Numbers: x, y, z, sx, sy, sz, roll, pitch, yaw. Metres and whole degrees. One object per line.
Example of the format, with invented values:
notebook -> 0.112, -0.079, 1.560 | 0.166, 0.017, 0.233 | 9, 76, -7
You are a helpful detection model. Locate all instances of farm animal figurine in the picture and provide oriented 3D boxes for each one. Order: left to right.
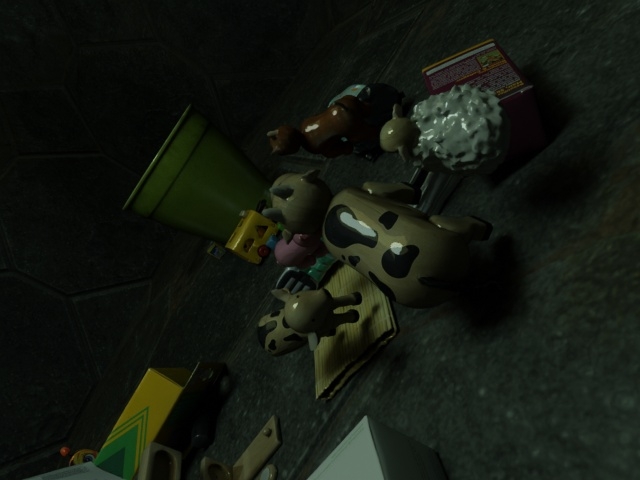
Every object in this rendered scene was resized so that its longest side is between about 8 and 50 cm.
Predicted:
farm animal figurine -> 0.025, 0.001, 0.565 | 0.327, 0.172, 0.329 | 13, 103, 42

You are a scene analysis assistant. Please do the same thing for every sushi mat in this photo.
sushi mat -> 0.038, 0.082, 0.784 | 0.151, 0.019, 0.316 | -48, 21, 22

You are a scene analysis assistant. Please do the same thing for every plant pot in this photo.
plant pot -> -0.333, -0.155, 1.534 | 0.366, 0.353, 0.366 | -48, 21, 25

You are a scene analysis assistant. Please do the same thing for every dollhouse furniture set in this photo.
dollhouse furniture set -> -0.146, 0.301, 0.691 | 0.123, 0.151, 0.144 | -53, 22, 12

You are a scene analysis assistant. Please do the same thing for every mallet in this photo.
mallet -> -0.258, 0.413, 0.973 | 0.189, 0.039, 0.062 | -58, 22, 14

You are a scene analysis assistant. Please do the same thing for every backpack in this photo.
backpack -> 0.077, -0.248, 1.058 | 0.151, 0.115, 0.182 | -61, 17, -4

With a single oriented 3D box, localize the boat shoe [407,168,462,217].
boat shoe -> 0.133, -0.058, 0.704 | 0.184, 0.063, 0.066 | -55, 19, 5

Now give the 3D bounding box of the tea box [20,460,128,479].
tea box -> -0.313, 0.448, 0.559 | 0.329, 0.220, 0.323 | -27, 72, 55

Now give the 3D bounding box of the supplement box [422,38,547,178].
supplement box -> 0.199, -0.172, 0.647 | 0.104, 0.080, 0.188 | -21, 33, 17

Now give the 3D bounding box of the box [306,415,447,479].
box -> 0.049, 0.228, 0.428 | 0.101, 0.087, 0.102 | -52, 20, 15

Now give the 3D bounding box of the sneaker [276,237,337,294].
sneaker -> 0.000, 0.000, 0.853 | 0.223, 0.083, 0.098 | -49, 17, 19

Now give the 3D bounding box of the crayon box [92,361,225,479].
crayon box -> -0.323, 0.364, 0.999 | 0.322, 0.083, 0.203 | -61, -9, -11

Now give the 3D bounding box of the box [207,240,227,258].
box -> -0.346, -0.013, 1.798 | 0.059, 0.054, 0.168 | -47, 23, 28

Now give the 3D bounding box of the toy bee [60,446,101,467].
toy bee -> -0.616, 0.610, 1.331 | 0.195, 0.162, 0.298 | -45, 23, 36

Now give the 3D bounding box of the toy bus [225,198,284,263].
toy bus -> -0.162, -0.039, 1.321 | 0.191, 0.104, 0.202 | -45, 23, 32
